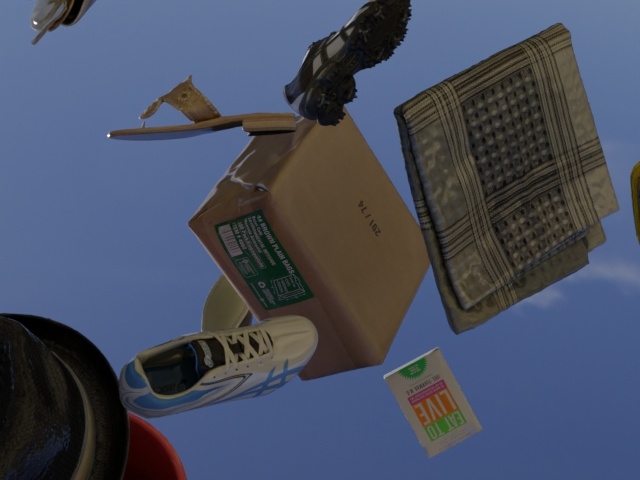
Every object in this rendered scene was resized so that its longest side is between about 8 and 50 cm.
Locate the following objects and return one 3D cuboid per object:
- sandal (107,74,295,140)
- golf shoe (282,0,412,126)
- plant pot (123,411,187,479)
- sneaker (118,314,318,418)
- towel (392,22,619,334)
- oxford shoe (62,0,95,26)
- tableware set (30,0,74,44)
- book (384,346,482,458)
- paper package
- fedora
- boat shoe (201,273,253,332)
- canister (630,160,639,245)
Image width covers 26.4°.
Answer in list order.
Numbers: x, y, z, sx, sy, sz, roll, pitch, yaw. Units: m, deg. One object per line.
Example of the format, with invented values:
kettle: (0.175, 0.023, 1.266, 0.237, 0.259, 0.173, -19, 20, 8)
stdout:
sandal: (-0.153, -0.174, 1.751, 0.240, 0.079, 0.088, -3, 178, -3)
golf shoe: (0.027, -0.231, 1.632, 0.094, 0.198, 0.077, 26, 161, 45)
plant pot: (-0.285, 0.369, 1.629, 0.275, 0.243, 0.275, 0, -127, 0)
sneaker: (-0.105, 0.132, 1.488, 0.237, 0.086, 0.085, -16, -111, -24)
towel: (0.250, -0.078, 1.752, 0.312, 0.324, 0.056, -29, -157, -32)
oxford shoe: (-0.392, -0.510, 2.089, 0.140, 0.397, 0.146, -1, -133, 5)
tableware set: (-0.335, -0.361, 1.903, 0.039, 0.194, 0.128, 31, -151, -35)
book: (0.174, 0.249, 2.099, 0.144, 0.096, 0.035, 60, -174, -5)
paper package: (0.000, 0.000, 2.065, 0.325, 0.168, 0.309, 57, -145, -20)
fedora: (-0.365, 0.205, 1.477, 0.334, 0.152, 0.334, 0, -119, -1)
boat shoe: (-0.158, 0.157, 2.307, 0.081, 0.227, 0.068, 7, 160, 24)
canister: (0.417, -0.019, 1.598, 0.073, 0.126, 0.170, -9, -161, 5)
